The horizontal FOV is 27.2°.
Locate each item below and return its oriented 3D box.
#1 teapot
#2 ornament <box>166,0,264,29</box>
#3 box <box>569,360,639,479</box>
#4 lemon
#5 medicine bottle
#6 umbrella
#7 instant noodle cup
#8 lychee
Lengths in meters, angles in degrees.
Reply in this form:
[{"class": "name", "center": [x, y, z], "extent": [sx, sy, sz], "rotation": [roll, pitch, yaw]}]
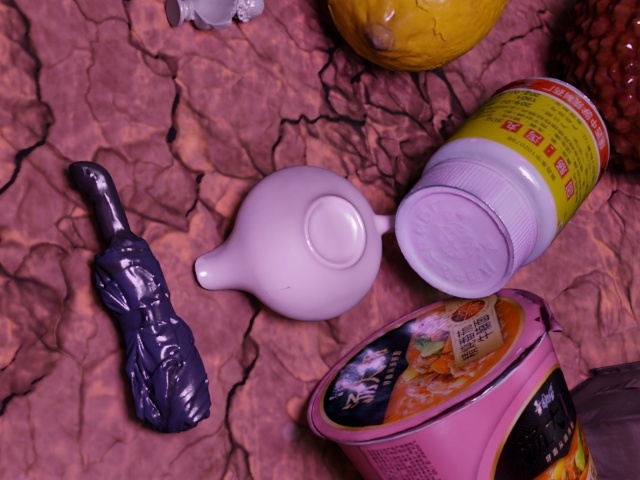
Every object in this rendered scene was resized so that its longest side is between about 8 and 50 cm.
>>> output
[{"class": "teapot", "center": [0.000, 0.000, 1.214], "extent": [0.226, 0.092, 0.145], "rotation": [-10, 86, -33]}, {"class": "ornament", "center": [-0.096, -0.221, 1.229], "extent": [0.092, 0.041, 0.068], "rotation": [12, 52, -15]}, {"class": "box", "center": [0.323, 0.203, 1.266], "extent": [0.149, 0.231, 0.155], "rotation": [-27, 94, -30]}, {"class": "lemon", "center": [0.096, -0.256, 1.266], "extent": [0.180, 0.180, 0.193], "rotation": [33, 88, -20]}, {"class": "medicine bottle", "center": [0.176, -0.053, 1.261], "extent": [0.139, 0.139, 0.225], "rotation": [55, 45, -9]}, {"class": "umbrella", "center": [-0.154, 0.046, 1.130], "extent": [0.071, 0.071, 0.248], "rotation": [-17, 90, -30]}, {"class": "instant noodle cup", "center": [0.147, 0.205, 1.189], "extent": [0.244, 0.244, 0.255], "rotation": [-39, 109, -29]}, {"class": "lychee", "center": [0.382, -0.191, 1.363], "extent": [0.276, 0.304, 0.275], "rotation": [-3, 63, 6]}]
